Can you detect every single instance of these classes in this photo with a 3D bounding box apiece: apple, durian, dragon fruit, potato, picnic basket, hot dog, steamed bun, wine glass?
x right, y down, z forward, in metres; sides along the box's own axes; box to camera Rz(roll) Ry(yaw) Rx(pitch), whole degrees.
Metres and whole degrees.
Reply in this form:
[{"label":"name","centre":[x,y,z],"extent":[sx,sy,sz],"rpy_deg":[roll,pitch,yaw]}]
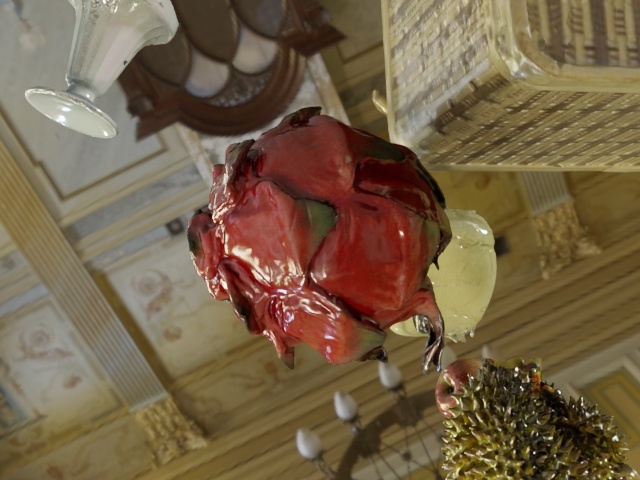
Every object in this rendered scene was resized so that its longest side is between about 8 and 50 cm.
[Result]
[{"label":"apple","centre":[0.327,0.331,1.814],"extent":[0.146,0.130,0.147],"rpy_deg":[-36,-133,50]},{"label":"durian","centre":[0.281,0.314,1.116],"extent":[0.258,0.293,0.258],"rpy_deg":[-24,-168,5]},{"label":"dragon fruit","centre":[0.004,0.002,0.401],"extent":[0.121,0.130,0.142],"rpy_deg":[18,-157,38]},{"label":"potato","centre":[0.110,-0.216,1.297],"extent":[0.051,0.040,0.083],"rpy_deg":[2,-150,-25]},{"label":"picnic basket","centre":[0.201,-0.162,0.427],"extent":[0.312,0.228,0.175],"rpy_deg":[0,171,-13]},{"label":"hot dog","centre":[0.427,0.331,1.202],"extent":[0.034,0.030,0.090],"rpy_deg":[-48,-156,0]},{"label":"steamed bun","centre":[0.227,0.062,1.657],"extent":[0.231,0.273,0.166],"rpy_deg":[-6,-160,-19]},{"label":"wine glass","centre":[-0.296,-0.251,1.112],"extent":[0.164,0.164,0.197],"rpy_deg":[6,-108,46]}]
